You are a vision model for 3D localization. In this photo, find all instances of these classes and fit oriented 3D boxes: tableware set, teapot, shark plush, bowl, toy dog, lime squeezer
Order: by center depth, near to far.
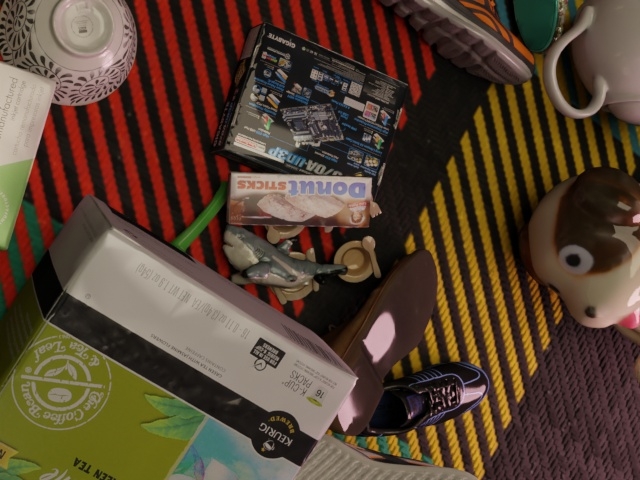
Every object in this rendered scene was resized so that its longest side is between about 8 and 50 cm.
[{"bbox_3d":[-0.287,-0.247,1.555,0.170,0.080,0.170,1,87,-25],"label":"bowl"},{"bbox_3d":[-0.174,0.072,1.616,0.110,0.059,0.310,16,79,-56],"label":"lime squeezer"},{"bbox_3d":[-0.042,0.024,1.637,0.161,0.073,0.067,7,79,-6],"label":"shark plush"},{"bbox_3d":[0.000,0.000,1.673,0.169,0.020,0.141,-14,106,-7],"label":"tableware set"},{"bbox_3d":[0.479,0.005,1.786,0.408,0.284,0.395,-1,75,-24],"label":"toy dog"},{"bbox_3d":[0.455,-0.231,1.804,0.252,0.256,0.187,12,82,-68],"label":"teapot"}]

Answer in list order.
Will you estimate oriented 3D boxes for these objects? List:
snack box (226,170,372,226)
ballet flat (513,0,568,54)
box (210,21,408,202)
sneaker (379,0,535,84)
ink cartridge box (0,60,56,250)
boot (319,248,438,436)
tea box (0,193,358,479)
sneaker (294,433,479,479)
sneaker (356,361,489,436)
[{"bbox_3d":[-0.026,-0.050,1.635,0.178,0.022,0.064,1,97,-14],"label":"snack box"},{"bbox_3d":[0.303,-0.380,1.829,0.077,0.091,0.241,-20,100,-46],"label":"ballet flat"},{"bbox_3d":[-0.011,-0.156,1.690,0.220,0.051,0.175,20,80,-22],"label":"box"},{"bbox_3d":[0.186,-0.355,1.749,0.321,0.124,0.180,37,75,-18],"label":"sneaker"},{"bbox_3d":[-0.492,-0.130,1.435,0.353,0.119,0.207,17,81,-23],"label":"ink cartridge box"},{"bbox_3d":[0.051,0.115,1.681,0.305,0.115,0.112,-52,130,-37],"label":"boot"},{"bbox_3d":[-0.199,0.178,1.463,0.329,0.220,0.323,32,92,-19],"label":"tea box"},{"bbox_3d":[0.044,0.319,1.664,0.321,0.127,0.126,14,75,2],"label":"sneaker"},{"bbox_3d":[0.130,0.210,1.715,0.232,0.090,0.081,-13,93,-24],"label":"sneaker"}]
